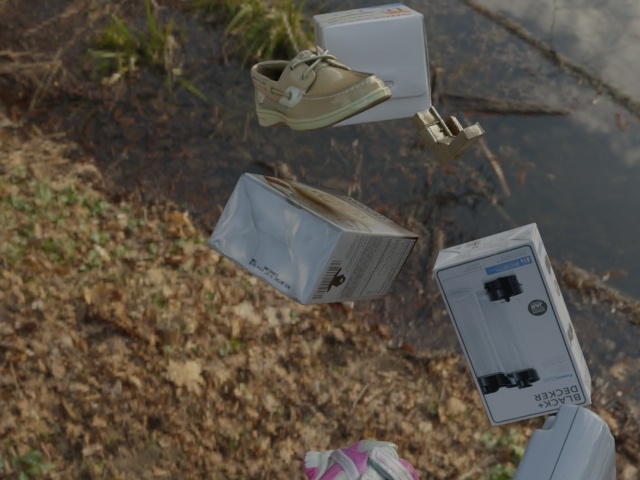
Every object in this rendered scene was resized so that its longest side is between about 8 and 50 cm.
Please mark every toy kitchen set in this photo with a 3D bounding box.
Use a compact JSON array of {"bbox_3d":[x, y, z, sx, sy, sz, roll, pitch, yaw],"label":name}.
[{"bbox_3d":[0.187,-0.163,1.273,0.068,0.075,0.083,-24,75,-32],"label":"toy kitchen set"}]

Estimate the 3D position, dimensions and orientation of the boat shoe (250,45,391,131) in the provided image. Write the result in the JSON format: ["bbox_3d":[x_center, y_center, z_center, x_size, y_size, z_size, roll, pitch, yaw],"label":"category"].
[{"bbox_3d":[-0.014,-0.215,1.281,0.109,0.098,0.302,-26,18,-24],"label":"boat shoe"}]

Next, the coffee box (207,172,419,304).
[{"bbox_3d":[0.000,0.000,1.094,0.141,0.098,0.246,31,11,22],"label":"coffee box"}]

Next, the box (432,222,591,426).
[{"bbox_3d":[0.308,0.137,1.461,0.169,0.289,0.087,-16,15,19],"label":"box"}]

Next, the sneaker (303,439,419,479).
[{"bbox_3d":[0.044,0.258,0.920,0.111,0.102,0.252,-23,9,4],"label":"sneaker"}]

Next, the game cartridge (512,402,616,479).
[{"bbox_3d":[0.169,0.281,0.681,0.062,0.297,0.198,9,51,27],"label":"game cartridge"}]

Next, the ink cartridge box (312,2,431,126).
[{"bbox_3d":[0.085,-0.309,1.593,0.171,0.168,0.232,-9,19,-2],"label":"ink cartridge box"}]
